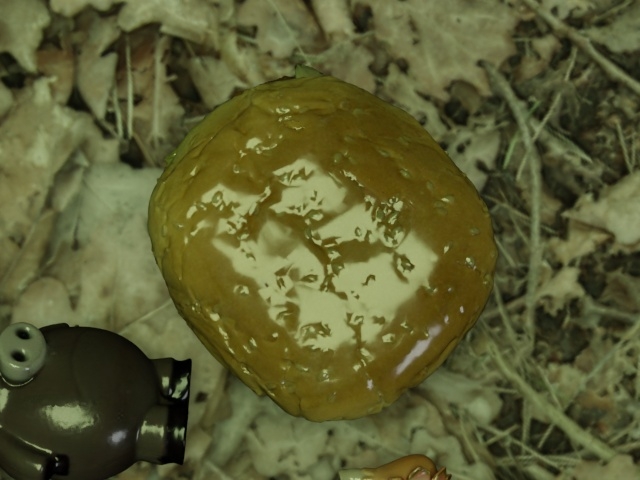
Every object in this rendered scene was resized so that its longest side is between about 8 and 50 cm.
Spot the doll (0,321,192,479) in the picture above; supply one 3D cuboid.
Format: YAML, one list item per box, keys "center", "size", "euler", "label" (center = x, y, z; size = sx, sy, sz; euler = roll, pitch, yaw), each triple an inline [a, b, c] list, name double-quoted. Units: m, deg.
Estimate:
- center: [-0.235, 0.132, 1.204]
  size: [0.257, 0.182, 0.117]
  euler: [10, 127, -9]
  label: "doll"

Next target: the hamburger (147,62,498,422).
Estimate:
- center: [0.000, 0.001, 1.221]
  size: [0.283, 0.144, 0.259]
  euler: [39, 88, 11]
  label: "hamburger"

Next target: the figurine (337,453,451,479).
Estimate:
- center: [0.090, 0.259, 1.181]
  size: [0.102, 0.111, 0.195]
  euler: [-21, 62, 0]
  label: "figurine"
